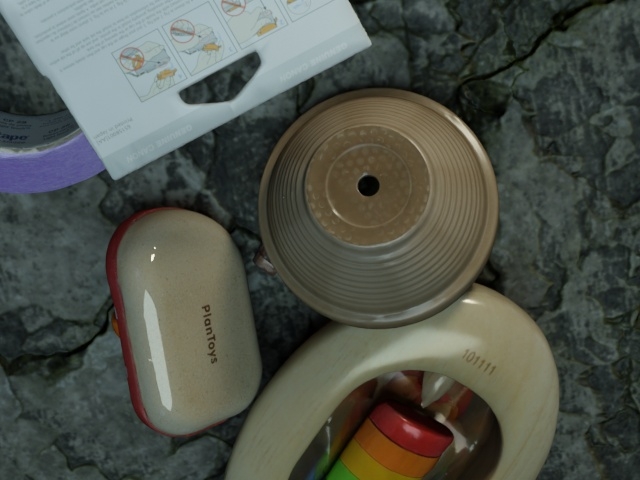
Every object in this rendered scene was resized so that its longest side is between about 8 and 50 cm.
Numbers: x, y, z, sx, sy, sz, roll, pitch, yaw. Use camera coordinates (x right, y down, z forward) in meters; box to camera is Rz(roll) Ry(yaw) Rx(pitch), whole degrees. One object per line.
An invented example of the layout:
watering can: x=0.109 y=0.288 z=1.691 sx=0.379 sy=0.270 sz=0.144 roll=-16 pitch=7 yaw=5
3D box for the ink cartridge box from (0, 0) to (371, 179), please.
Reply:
ink cartridge box: x=-0.127 y=-0.218 z=1.221 sx=0.275 sy=0.060 sz=0.239 roll=-27 pitch=116 yaw=8

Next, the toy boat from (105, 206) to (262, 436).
toy boat: x=-0.160 y=0.080 z=1.434 sx=0.151 sy=0.151 sz=0.231 roll=-17 pitch=103 yaw=-41

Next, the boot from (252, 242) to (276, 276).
boot: x=0.000 y=0.000 z=1.452 sx=0.106 sy=0.037 sz=0.114 roll=28 pitch=108 yaw=-18

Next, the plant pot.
plant pot: x=0.052 y=-0.039 z=1.321 sx=0.237 sy=0.110 sz=0.237 roll=-1 pitch=79 yaw=6

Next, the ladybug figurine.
ladybug figurine: x=0.064 y=0.215 z=1.491 sx=0.305 sy=0.162 sz=0.449 roll=32 pitch=111 yaw=-16

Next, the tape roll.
tape roll: x=-0.284 y=-0.185 z=1.311 sx=0.274 sy=0.090 sz=0.275 roll=-1 pitch=118 yaw=-2
